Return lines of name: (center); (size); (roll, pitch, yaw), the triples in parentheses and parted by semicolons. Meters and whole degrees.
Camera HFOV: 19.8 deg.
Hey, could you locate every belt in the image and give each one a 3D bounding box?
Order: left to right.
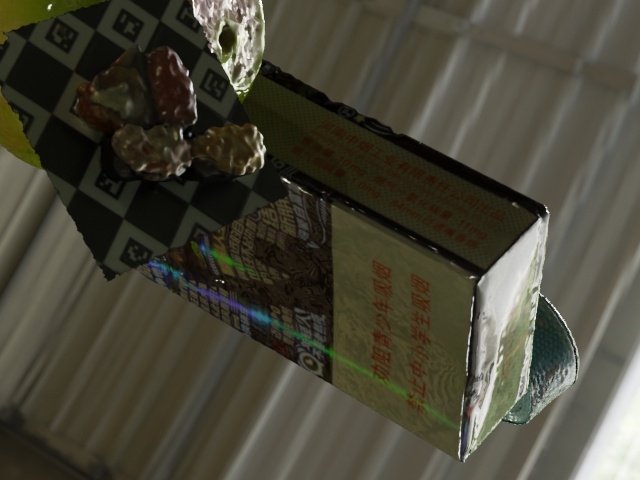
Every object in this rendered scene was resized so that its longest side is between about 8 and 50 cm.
belt: (0.155, 0.090, 1.648); (0.082, 0.163, 0.147); (-37, -38, -26)

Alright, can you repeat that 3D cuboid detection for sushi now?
sushi: (-0.079, -0.060, 0.856); (0.120, 0.026, 0.126); (-27, -92, -37)

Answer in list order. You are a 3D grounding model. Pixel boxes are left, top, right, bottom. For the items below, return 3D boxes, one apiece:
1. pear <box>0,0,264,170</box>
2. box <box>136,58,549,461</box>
pear: (-0.145, -0.128, 1.131); (0.187, 0.220, 0.187); (29, -123, -59)
box: (0.000, 0.000, 1.254); (0.084, 0.310, 0.198); (-44, -29, -32)
